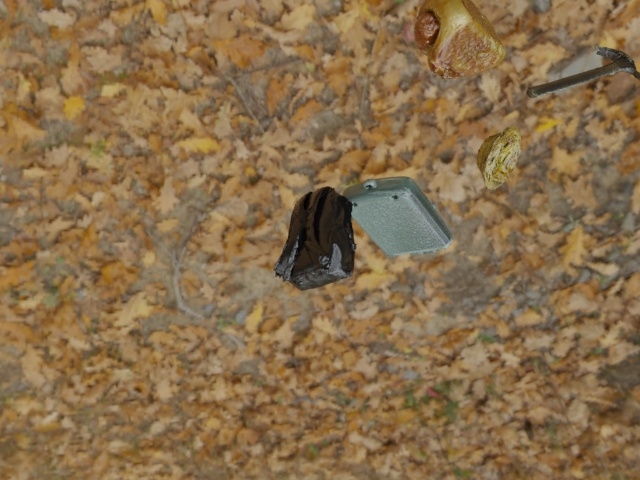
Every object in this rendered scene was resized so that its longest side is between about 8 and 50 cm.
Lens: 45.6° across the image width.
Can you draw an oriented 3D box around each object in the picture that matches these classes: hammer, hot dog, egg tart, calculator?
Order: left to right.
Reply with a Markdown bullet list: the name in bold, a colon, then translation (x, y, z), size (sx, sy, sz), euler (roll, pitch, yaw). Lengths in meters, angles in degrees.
- **calculator**: translation (0.136, -0.038, 1.332), size (0.141, 0.045, 0.246), euler (-10, 147, 30)
- **hot dog**: translation (0.297, -0.453, 1.709), size (0.153, 0.150, 0.256), euler (-30, 155, 27)
- **egg tart**: translation (0.338, -0.160, 1.465), size (0.128, 0.049, 0.129), euler (-32, 135, -39)
- **hammer**: translation (0.563, -0.352, 1.644), size (0.297, 0.125, 0.027), euler (-22, 147, -23)

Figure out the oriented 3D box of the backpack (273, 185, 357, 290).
- **backpack**: translation (0.003, -0.002, 1.226), size (0.120, 0.165, 0.105), euler (-14, 139, 41)
